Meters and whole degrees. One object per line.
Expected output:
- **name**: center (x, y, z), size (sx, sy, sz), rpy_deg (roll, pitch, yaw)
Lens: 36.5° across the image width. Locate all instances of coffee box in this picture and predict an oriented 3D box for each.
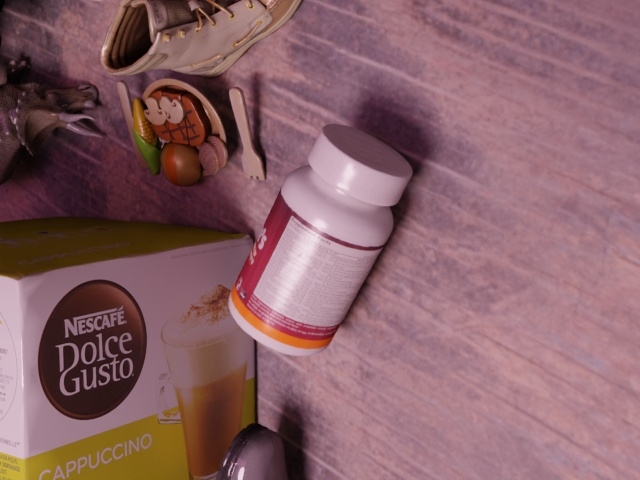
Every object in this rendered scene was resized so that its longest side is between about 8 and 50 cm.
- **coffee box**: center (-0.306, 0.156, 1.090), size (0.338, 0.338, 0.334), rpy_deg (6, 99, 34)

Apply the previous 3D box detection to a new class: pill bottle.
- **pill bottle**: center (0.000, 0.000, 0.995), size (0.121, 0.121, 0.221), rpy_deg (38, 116, 24)

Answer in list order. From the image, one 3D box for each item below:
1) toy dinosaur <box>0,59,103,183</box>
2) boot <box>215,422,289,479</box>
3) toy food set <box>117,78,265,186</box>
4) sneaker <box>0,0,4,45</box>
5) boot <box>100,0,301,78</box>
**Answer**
- **toy dinosaur**: center (-0.433, -0.137, 1.268), size (0.313, 0.121, 0.160), rpy_deg (-35, 64, 28)
- **boot**: center (0.004, 0.371, 1.065), size (0.223, 0.118, 0.338), rpy_deg (8, 112, 30)
- **toy food set**: center (-0.161, -0.121, 1.111), size (0.192, 0.038, 0.132), rpy_deg (7, 124, 32)
- **sneaker**: center (-0.445, -0.322, 1.175), size (0.202, 0.185, 0.482), rpy_deg (30, 89, 7)
- **boot**: center (-0.119, -0.244, 1.012), size (0.213, 0.165, 0.077), rpy_deg (-38, 76, 33)
